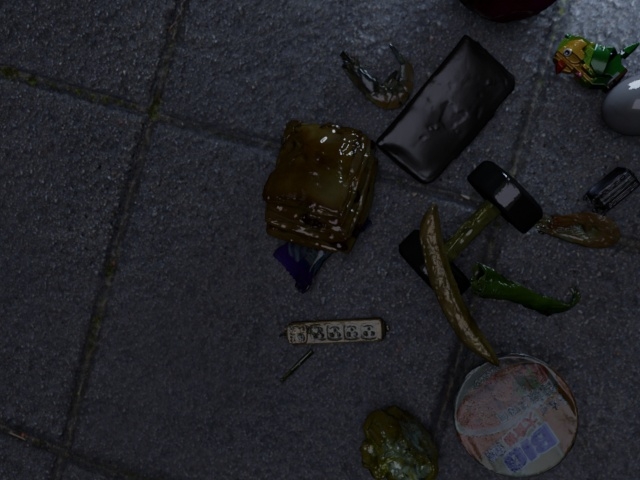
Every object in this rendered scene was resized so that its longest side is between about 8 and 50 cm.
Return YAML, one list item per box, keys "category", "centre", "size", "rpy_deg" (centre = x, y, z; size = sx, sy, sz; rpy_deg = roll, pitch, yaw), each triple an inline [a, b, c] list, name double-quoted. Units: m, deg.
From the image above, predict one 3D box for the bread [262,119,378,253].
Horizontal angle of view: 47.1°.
- category: "bread"
  centre: [-0.003, -0.150, 1.895]
  size: [0.277, 0.167, 0.325]
  rpy_deg: [13, 76, 12]

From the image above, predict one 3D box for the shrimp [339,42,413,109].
- category: "shrimp"
  centre: [0.156, -0.451, 1.957]
  size: [0.217, 0.051, 0.150]
  rpy_deg: [42, 94, 1]

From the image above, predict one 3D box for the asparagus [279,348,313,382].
- category: "asparagus"
  centre: [-0.067, 0.345, 2.012]
  size: [0.127, 0.018, 0.015]
  rpy_deg: [-45, 57, 8]

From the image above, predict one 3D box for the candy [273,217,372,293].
- category: "candy"
  centre: [0.000, 0.000, 1.974]
  size: [0.275, 0.070, 0.145]
  rpy_deg: [-46, 75, 5]

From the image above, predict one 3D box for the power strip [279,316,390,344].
- category: "power strip"
  centre: [0.034, 0.246, 1.979]
  size: [0.305, 0.044, 0.064]
  rpy_deg: [-4, 90, 11]

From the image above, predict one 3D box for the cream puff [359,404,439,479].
- category: "cream puff"
  centre: [0.189, 0.538, 1.894]
  size: [0.221, 0.195, 0.195]
  rpy_deg: [43, 98, -4]

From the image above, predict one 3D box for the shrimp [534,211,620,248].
- category: "shrimp"
  centre: [0.637, -0.036, 1.836]
  size: [0.217, 0.051, 0.115]
  rpy_deg: [12, 133, 20]

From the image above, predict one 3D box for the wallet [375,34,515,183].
- category: "wallet"
  centre: [0.331, -0.333, 1.904]
  size: [0.197, 0.051, 0.377]
  rpy_deg: [39, 96, -5]

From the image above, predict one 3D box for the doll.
- category: "doll"
  centre: [0.675, -0.446, 1.823]
  size: [0.186, 0.106, 0.134]
  rpy_deg: [18, 88, 11]

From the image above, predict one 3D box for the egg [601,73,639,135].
- category: "egg"
  centre: [0.784, -0.330, 1.780]
  size: [0.198, 0.146, 0.146]
  rpy_deg: [-14, 87, 4]

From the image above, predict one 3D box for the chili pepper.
- category: "chili pepper"
  centre: [0.499, 0.126, 1.794]
  size: [0.076, 0.359, 0.085]
  rpy_deg: [-27, 57, 49]

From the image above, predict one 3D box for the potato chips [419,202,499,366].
- category: "potato chips"
  centre: [0.307, 0.114, 1.711]
  size: [0.080, 0.057, 0.407]
  rpy_deg: [-23, 84, 18]

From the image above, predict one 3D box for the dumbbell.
- category: "dumbbell"
  centre: [0.370, -0.023, 1.832]
  size: [0.322, 0.204, 0.204]
  rpy_deg: [-45, 82, 8]

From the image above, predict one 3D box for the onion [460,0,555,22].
- category: "onion"
  centre: [0.449, -0.694, 1.731]
  size: [0.347, 0.385, 0.348]
  rpy_deg: [3, 107, 10]

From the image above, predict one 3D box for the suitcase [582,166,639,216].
- category: "suitcase"
  centre: [0.723, -0.124, 1.824]
  size: [0.126, 0.086, 0.059]
  rpy_deg: [-41, 98, 9]

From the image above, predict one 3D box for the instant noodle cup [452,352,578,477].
- category: "instant noodle cup"
  centre: [0.471, 0.408, 1.806]
  size: [0.296, 0.214, 0.296]
  rpy_deg: [0, 89, 11]
